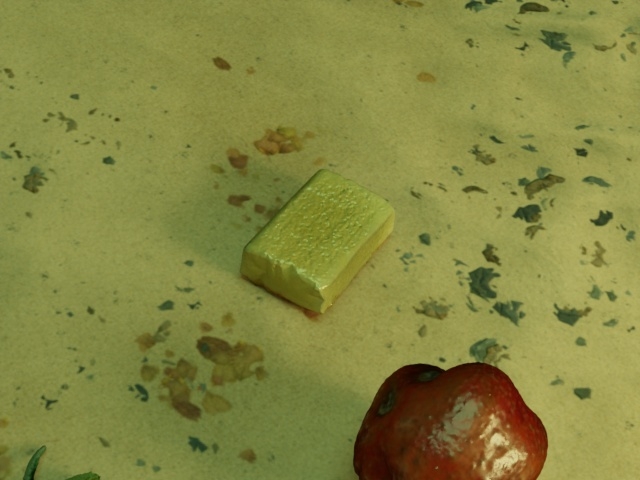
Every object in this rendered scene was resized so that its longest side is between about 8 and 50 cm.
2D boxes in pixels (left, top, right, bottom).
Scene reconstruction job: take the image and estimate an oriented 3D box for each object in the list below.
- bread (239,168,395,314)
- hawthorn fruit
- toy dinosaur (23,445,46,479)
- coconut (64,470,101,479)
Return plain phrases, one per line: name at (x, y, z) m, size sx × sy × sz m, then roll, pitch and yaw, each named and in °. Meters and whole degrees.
bread at (0.001, -0.001, 1.733) m, size 0.125 × 0.068 × 0.188 m, roll 30°, pitch 53°, yaw 15°
hawthorn fruit at (0.119, 0.252, 1.464) m, size 0.207 × 0.207 × 0.243 m, roll 29°, pitch 60°, yaw 15°
toy dinosaur at (-0.383, 0.346, 1.382) m, size 0.129 × 0.076 × 0.383 m, roll 32°, pitch 53°, yaw -24°
coconut at (-0.249, 0.318, 1.448) m, size 0.158 × 0.055 × 0.133 m, roll 35°, pitch 53°, yaw 20°
